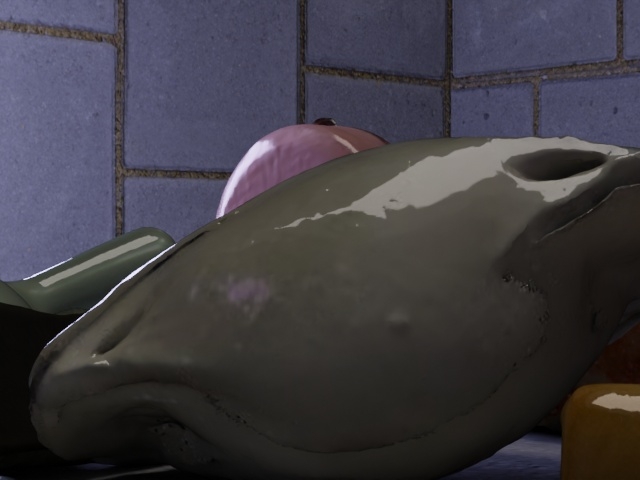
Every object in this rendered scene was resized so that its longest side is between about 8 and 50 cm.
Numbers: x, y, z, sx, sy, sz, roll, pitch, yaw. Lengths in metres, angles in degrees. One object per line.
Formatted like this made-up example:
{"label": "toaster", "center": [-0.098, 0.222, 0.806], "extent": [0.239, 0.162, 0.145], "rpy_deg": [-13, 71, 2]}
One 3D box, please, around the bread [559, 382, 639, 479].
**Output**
{"label": "bread", "center": [0.214, 0.097, 0.595], "extent": [0.239, 0.074, 0.092], "rpy_deg": [2, -15, 13]}

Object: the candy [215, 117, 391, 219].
{"label": "candy", "center": [0.000, 0.000, 1.492], "extent": [0.255, 0.255, 0.094], "rpy_deg": [0, 1, 42]}

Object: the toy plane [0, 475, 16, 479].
{"label": "toy plane", "center": [-0.117, 0.105, 0.445], "extent": [0.189, 0.061, 0.130], "rpy_deg": [0, 1, -24]}

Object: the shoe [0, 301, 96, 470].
{"label": "shoe", "center": [-0.161, 0.087, 0.896], "extent": [0.098, 0.103, 0.275], "rpy_deg": [-23, -17, 30]}

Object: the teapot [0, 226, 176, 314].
{"label": "teapot", "center": [-0.257, 0.057, 1.055], "extent": [0.220, 0.149, 0.318], "rpy_deg": [1, 2, 21]}

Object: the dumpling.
{"label": "dumpling", "center": [0.033, 0.059, 0.831], "extent": [0.341, 0.181, 0.260], "rpy_deg": [-39, -22, -8]}

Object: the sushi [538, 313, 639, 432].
{"label": "sushi", "center": [0.153, 0.068, 1.083], "extent": [0.130, 0.124, 0.332], "rpy_deg": [-9, 3, -30]}
